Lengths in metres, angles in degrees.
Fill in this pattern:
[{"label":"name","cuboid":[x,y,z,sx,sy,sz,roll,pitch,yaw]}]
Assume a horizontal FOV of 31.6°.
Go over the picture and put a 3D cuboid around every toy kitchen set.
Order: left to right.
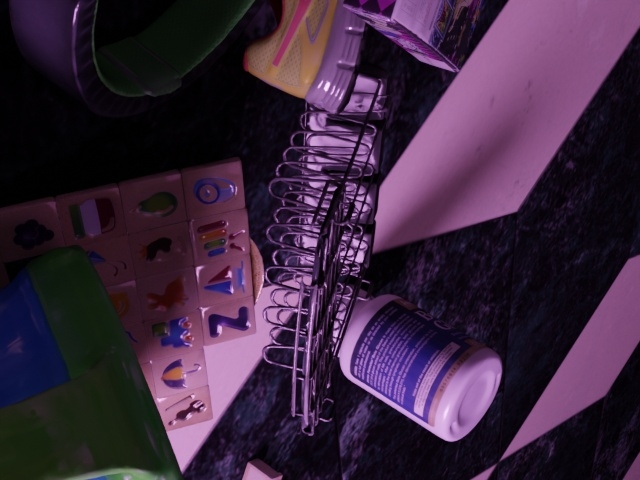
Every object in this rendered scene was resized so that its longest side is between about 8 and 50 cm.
[{"label":"toy kitchen set","cuboid":[-0.033,0.261,1.131,0.083,0.068,0.075,-7,121,-54]}]

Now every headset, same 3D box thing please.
[{"label":"headset","cuboid":[-0.026,-0.226,0.603,0.243,0.185,0.394,-39,159,-54]}]

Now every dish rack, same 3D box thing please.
[{"label":"dish rack","cuboid":[0.000,0.000,0.847,0.272,0.074,0.208,-70,166,-54]}]

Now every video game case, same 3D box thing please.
[{"label":"video game case","cuboid":[0.096,-0.245,0.778,0.210,0.041,0.232,0,108,-71]}]

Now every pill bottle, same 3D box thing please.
[{"label":"pill bottle","cuboid":[0.078,0.108,1.070,0.094,0.169,0.094,-36,142,-35]}]

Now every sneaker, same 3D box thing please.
[{"label":"sneaker","cuboid":[-0.002,-0.199,0.797,0.081,0.094,0.209,98,5,-78]}]

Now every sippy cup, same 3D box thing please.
[{"label":"sippy cup","cuboid":[-0.200,0.147,0.637,0.224,0.240,0.306,-21,135,-16]}]

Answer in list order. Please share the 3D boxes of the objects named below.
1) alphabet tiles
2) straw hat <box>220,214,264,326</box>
[{"label":"alphabet tiles","cuboid":[-0.141,0.059,0.775,0.198,0.009,0.237,-14,133,-13]},{"label":"straw hat","cuboid":[-0.113,0.006,0.805,0.144,0.061,0.145,-5,131,-6]}]
